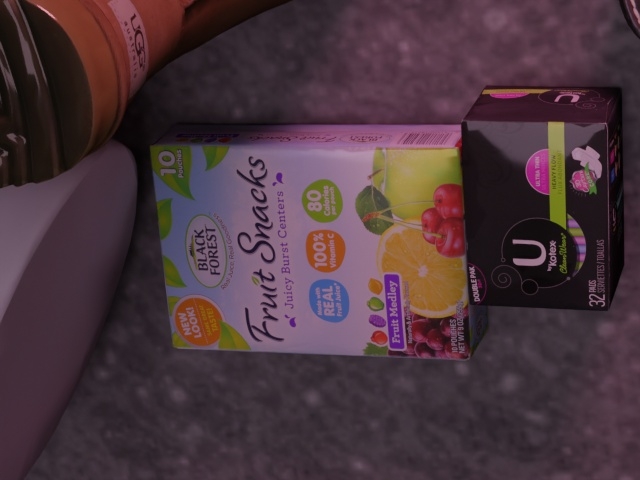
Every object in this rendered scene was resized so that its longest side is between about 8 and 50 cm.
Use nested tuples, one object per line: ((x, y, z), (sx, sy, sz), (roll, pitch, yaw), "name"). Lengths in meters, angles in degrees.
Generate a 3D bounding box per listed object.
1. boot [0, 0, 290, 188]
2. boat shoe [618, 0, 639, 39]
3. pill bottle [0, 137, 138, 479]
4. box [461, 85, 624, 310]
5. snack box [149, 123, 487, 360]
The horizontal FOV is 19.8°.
((-0.123, -0.089, 0.692), (0.236, 0.269, 0.089), (4, 113, 18), "boot")
((0.210, -0.127, 0.681), (0.223, 0.073, 0.080), (-20, 103, 23), "boat shoe")
((-0.277, -0.030, 0.794), (0.363, 0.210, 0.210), (22, 115, 8), "pill bottle")
((0.095, -0.019, 0.771), (0.062, 0.052, 0.083), (2, 112, 16), "box")
((0.000, 0.000, 0.816), (0.141, 0.037, 0.100), (2, 110, 17), "snack box")
